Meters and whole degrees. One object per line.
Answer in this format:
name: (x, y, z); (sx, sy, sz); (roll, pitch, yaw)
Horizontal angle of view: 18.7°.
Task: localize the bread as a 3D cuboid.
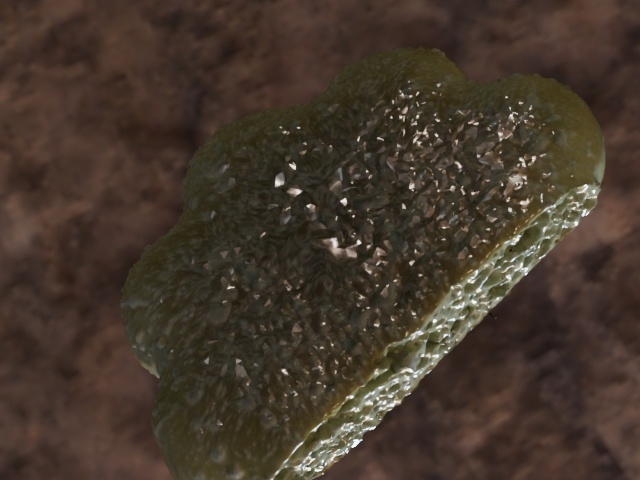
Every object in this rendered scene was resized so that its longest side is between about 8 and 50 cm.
bread: (0.000, 0.000, 1.007); (0.207, 0.286, 0.056); (36, -12, 38)
